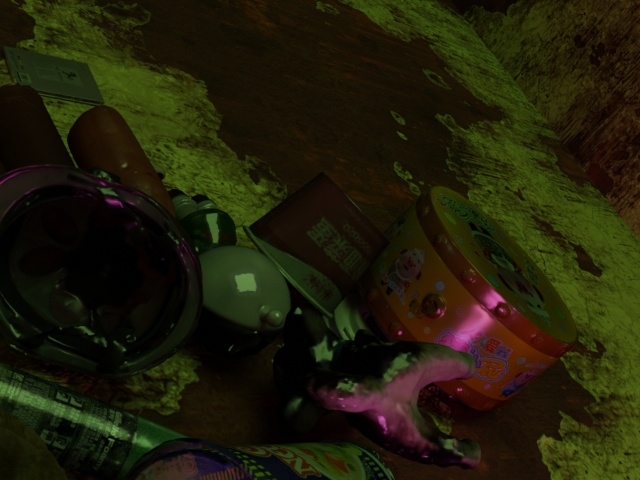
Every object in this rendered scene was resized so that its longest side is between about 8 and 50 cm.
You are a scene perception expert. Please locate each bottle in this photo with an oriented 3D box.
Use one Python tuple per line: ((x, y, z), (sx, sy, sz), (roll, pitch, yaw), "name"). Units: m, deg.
((-0.313, 0.239, 1.123), (0.330, 0.093, 0.093), (26, 33, -19), "bottle")

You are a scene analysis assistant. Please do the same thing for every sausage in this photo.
((-0.312, -0.089, 1.418), (0.114, 0.113, 0.259), (-3, 53, -48), "sausage")

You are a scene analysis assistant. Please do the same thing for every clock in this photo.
((0.109, 0.181, 1.680), (0.236, 0.053, 0.236), (26, 33, -18), "clock")

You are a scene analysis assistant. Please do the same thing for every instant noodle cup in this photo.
((0.000, 0.000, 1.596), (0.235, 0.178, 0.235), (46, 2, -2), "instant noodle cup")
((-0.053, 0.365, 1.093), (0.312, 0.284, 0.284), (4, 44, -55), "instant noodle cup")

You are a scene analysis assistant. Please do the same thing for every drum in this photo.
((0.286, 0.107, 1.738), (0.431, 0.214, 0.431), (37, 23, -19), "drum")

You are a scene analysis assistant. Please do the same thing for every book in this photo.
((-0.516, -0.318, 1.723), (0.182, 0.014, 0.127), (5, 44, -42), "book")

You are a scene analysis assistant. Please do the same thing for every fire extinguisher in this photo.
((-0.436, -0.099, 1.447), (0.337, 0.106, 0.147), (58, 11, 27), "fire extinguisher")

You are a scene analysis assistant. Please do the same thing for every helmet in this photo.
((-0.320, 0.035, 1.253), (0.338, 0.271, 0.197), (25, 4, -4), "helmet")

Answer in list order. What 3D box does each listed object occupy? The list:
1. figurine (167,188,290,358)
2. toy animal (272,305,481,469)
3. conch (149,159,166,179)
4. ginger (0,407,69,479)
((-0.166, 0.049, 1.465), (0.281, 0.167, 0.370), (14, 30, -39), "figurine")
((0.039, 0.208, 1.323), (0.303, 0.344, 0.194), (14, 83, -37), "toy animal")
((-0.315, -0.101, 1.536), (0.176, 0.104, 0.094), (5, -9, 30), "conch")
((-0.403, 0.282, 0.938), (0.219, 0.123, 0.270), (58, 29, -9), "ginger")
